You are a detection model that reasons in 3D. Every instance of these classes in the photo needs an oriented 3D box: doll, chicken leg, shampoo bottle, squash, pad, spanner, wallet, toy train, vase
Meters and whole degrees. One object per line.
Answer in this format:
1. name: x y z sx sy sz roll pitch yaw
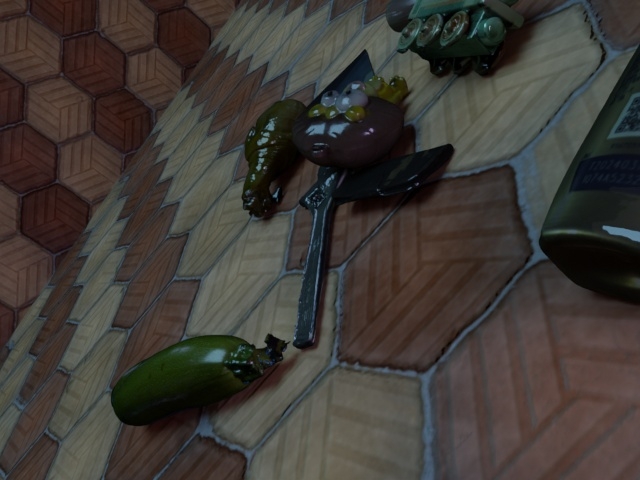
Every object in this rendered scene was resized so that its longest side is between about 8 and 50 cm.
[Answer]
1. doll: 0.037 -0.161 0.826 0.145 0.096 0.188 -5 39 14
2. chicken leg: -0.083 -0.131 1.032 0.103 0.088 0.227 -2 62 44
3. shampoo bottle: 0.271 -0.123 0.421 0.350 0.084 0.126 -58 28 -12
4. squash: -0.162 0.166 0.773 0.332 0.087 0.087 -25 36 41
5. pad: -0.002 -0.217 1.095 0.243 0.004 0.163 -41 28 22
6. spanner: 0.000 0.000 0.788 0.093 0.026 0.325 -33 33 33
7. wallet: 0.078 -0.074 0.739 0.082 0.018 0.157 -41 18 -28
8. toy train: 0.169 -0.268 0.768 0.125 0.081 0.194 -66 23 3
9. vase: 0.149 -0.353 0.963 0.101 0.053 0.053 -3 54 53
